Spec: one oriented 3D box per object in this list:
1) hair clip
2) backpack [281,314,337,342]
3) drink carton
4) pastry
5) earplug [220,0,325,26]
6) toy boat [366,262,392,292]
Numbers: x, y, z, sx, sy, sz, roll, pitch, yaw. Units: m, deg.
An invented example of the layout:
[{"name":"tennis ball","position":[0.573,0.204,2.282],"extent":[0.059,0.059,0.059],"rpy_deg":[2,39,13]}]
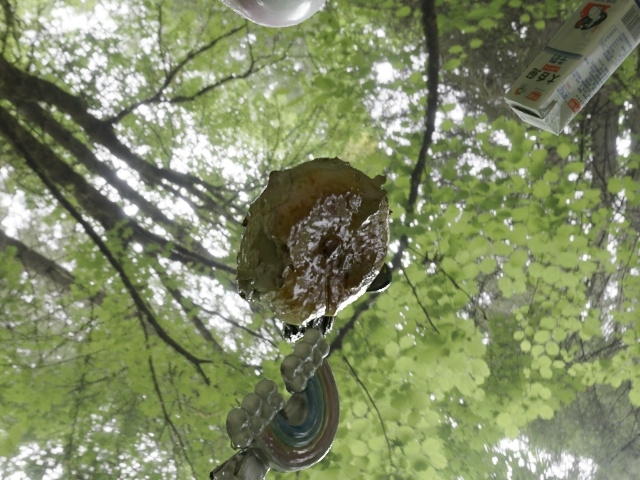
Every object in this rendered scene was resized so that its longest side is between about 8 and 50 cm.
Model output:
[{"name":"hair clip","position":[-0.044,0.226,0.785],"extent":[0.054,0.140,0.220],"rpy_deg":[-12,-157,48]},{"name":"backpack","position":[-0.021,0.090,1.162],"extent":[0.133,0.206,0.258],"rpy_deg":[3,-161,1]},{"name":"drink carton","position":[0.567,-0.394,1.400],"extent":[0.315,0.106,0.130],"rpy_deg":[-51,-149,6]},{"name":"pastry","position":[0.001,0.005,0.926],"extent":[0.121,0.236,0.257],"rpy_deg":[28,-77,50]},{"name":"earplug","position":[-0.069,-0.294,0.509],"extent":[0.172,0.172,0.301],"rpy_deg":[-26,-116,5]},{"name":"toy boat","position":[0.073,0.066,1.452],"extent":[0.246,0.103,0.093],"rpy_deg":[16,-103,47]}]
